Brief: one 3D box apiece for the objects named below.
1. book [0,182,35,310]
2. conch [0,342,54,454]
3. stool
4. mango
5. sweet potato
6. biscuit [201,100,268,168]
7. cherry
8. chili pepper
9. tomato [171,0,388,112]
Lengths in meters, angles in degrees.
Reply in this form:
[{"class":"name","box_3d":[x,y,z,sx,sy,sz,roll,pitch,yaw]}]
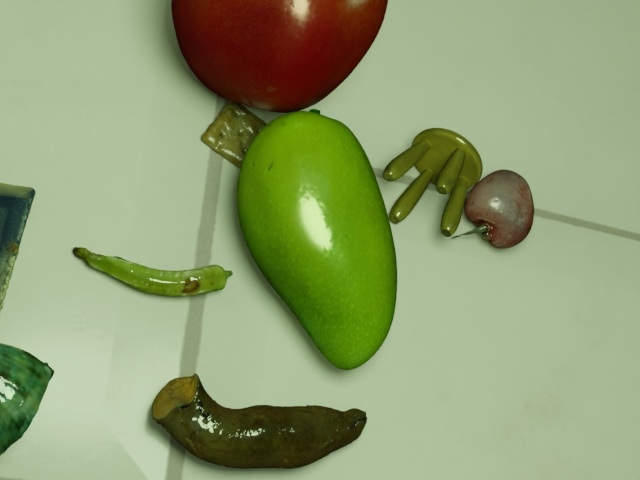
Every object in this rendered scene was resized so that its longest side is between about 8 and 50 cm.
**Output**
[{"class":"book","box_3d":[-0.462,0.054,1.164,0.228,0.018,0.322,9,53,-3]},{"class":"conch","box_3d":[-0.396,0.194,1.156,0.175,0.122,0.188,3,56,7]},{"class":"stool","box_3d":[0.158,-0.084,1.488,0.135,0.134,0.110,42,53,-11]},{"class":"mango","box_3d":[0.000,0.000,1.376,0.192,0.156,0.343,-16,84,-18]},{"class":"sweet potato","box_3d":[-0.067,0.227,1.311,0.285,0.085,0.112,6,66,-21]},{"class":"biscuit","box_3d":[-0.111,-0.146,1.455,0.081,0.018,0.083,37,62,-7]},{"class":"cherry","box_3d":[0.261,-0.051,1.540,0.106,0.087,0.126,26,67,-25]},{"class":"chili pepper","box_3d":[-0.209,0.044,1.338,0.208,0.043,0.049,9,82,-20]},{"class":"tomato","box_3d":[-0.059,-0.284,1.396,0.298,0.298,0.226,2,101,-22]}]
